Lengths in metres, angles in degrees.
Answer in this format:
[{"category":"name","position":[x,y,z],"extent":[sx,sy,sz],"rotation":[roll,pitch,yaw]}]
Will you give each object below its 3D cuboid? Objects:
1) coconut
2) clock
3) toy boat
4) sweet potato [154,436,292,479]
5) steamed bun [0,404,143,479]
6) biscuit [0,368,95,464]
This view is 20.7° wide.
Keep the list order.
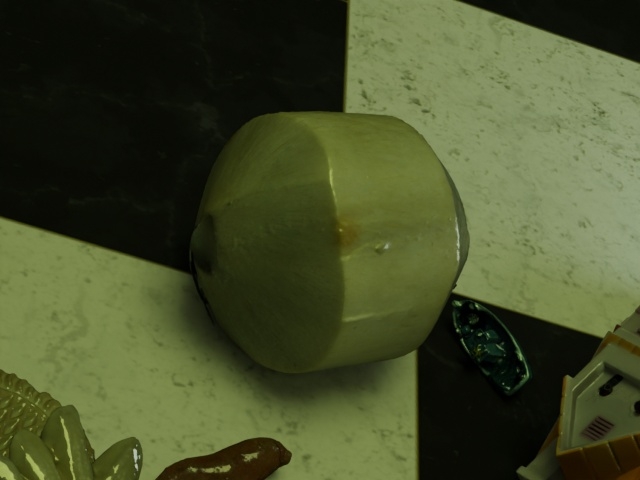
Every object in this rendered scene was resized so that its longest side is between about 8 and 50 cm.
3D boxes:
[{"category":"coconut","position":[0.000,0.000,1.954],"extent":[0.323,0.323,0.323],"rotation":[16,41,-14]},{"category":"clock","position":[0.380,0.214,1.969],"extent":[0.309,0.166,0.235],"rotation":[-40,37,-16]},{"category":"toy boat","position":[0.202,0.126,2.101],"extent":[0.061,0.060,0.137],"rotation":[11,41,-52]},{"category":"sweet potato","position":[-0.113,0.242,1.810],"extent":[0.195,0.056,0.056],"rotation":[-10,52,-29]},{"category":"steamed bun","position":[-0.223,0.304,1.508],"extent":[0.428,0.189,0.247],"rotation":[41,34,-7]},{"category":"biscuit","position":[-0.327,0.230,1.678],"extent":[0.259,0.079,0.259],"rotation":[15,42,-14]}]
